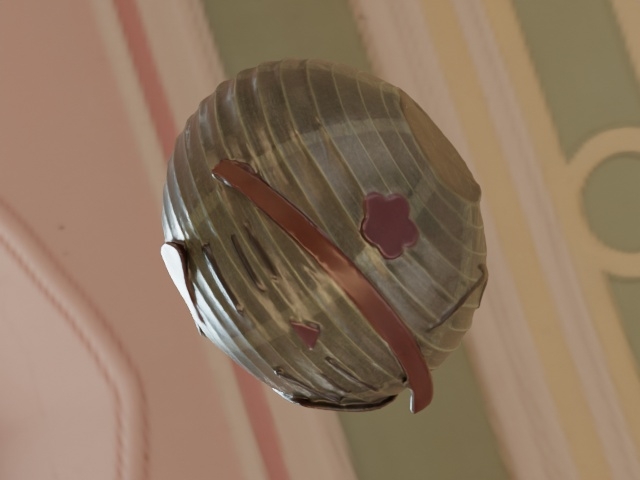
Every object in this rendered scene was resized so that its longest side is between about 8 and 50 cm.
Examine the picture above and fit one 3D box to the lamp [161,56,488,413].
[{"bbox_3d":[0.000,0.000,1.174,0.233,0.233,0.265,-38,-82,29],"label":"lamp"}]
